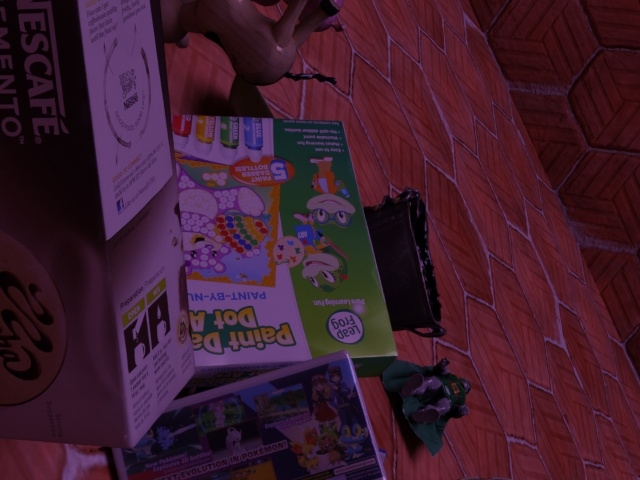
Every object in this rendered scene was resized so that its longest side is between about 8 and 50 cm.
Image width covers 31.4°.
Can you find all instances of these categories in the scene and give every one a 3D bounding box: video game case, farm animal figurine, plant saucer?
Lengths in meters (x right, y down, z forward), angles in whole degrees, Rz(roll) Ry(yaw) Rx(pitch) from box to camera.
[{"bbox_3d":[-0.049,0.200,0.881,0.023,0.201,0.184,74,-1,-74],"label":"video game case"},{"bbox_3d":[-0.142,-0.293,1.182,0.326,0.172,0.330,34,21,-24],"label":"farm animal figurine"},{"bbox_3d":[-0.044,-0.083,1.285,0.241,0.037,0.241,60,-1,1],"label":"plant saucer"}]

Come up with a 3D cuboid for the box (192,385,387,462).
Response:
[{"bbox_3d":[-0.035,0.183,0.986,0.126,0.137,0.072,31,79,-56],"label":"box"}]

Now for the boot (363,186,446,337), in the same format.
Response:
[{"bbox_3d":[0.000,0.000,1.133,0.091,0.229,0.263,9,61,-65],"label":"boot"}]

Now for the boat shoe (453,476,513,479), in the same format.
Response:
[{"bbox_3d":[0.203,0.344,1.451,0.285,0.089,0.105,3,66,-65],"label":"boat shoe"}]

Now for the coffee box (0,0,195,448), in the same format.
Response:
[{"bbox_3d":[-0.182,-0.037,0.691,0.119,0.168,0.297,-53,143,-66],"label":"coffee box"}]

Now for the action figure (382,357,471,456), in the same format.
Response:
[{"bbox_3d":[0.161,0.207,1.536,0.137,0.063,0.232,67,18,10],"label":"action figure"}]

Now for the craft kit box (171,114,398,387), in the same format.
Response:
[{"bbox_3d":[-0.077,0.005,1.000,0.249,0.061,0.247,-1,65,-23],"label":"craft kit box"}]
